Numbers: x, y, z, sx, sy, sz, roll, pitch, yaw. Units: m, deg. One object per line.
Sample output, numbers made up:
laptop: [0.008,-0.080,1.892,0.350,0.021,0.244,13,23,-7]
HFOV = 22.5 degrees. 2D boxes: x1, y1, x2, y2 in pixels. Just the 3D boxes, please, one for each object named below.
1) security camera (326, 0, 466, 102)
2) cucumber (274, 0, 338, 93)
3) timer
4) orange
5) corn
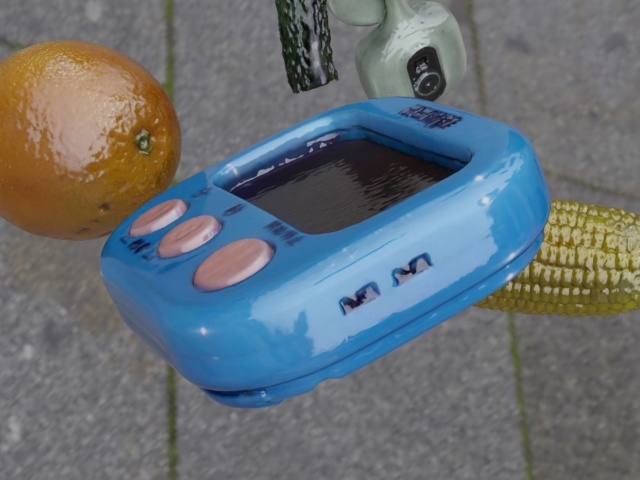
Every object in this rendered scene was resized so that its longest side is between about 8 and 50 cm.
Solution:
security camera: [0.100,-0.282,2.058,0.157,0.301,0.080,-32,49,-7]
cucumber: [-0.017,-0.239,1.592,0.058,0.058,0.187,-15,106,-40]
timer: [0.000,0.000,1.242,0.309,0.340,0.115,-29,111,-15]
orange: [-0.227,-0.092,1.489,0.206,0.206,0.206,17,54,-26]
corn: [0.172,0.009,1.630,0.344,0.131,0.131,8,49,14]
